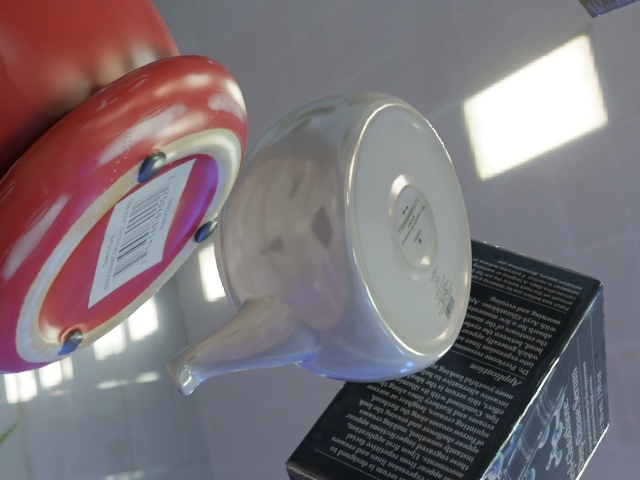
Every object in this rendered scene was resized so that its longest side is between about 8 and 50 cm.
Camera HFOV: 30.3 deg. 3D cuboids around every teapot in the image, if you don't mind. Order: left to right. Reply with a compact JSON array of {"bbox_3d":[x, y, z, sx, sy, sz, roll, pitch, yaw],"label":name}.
[{"bbox_3d":[0.000,0.000,0.986,0.187,0.256,0.253,-10,-102,32],"label":"teapot"}]

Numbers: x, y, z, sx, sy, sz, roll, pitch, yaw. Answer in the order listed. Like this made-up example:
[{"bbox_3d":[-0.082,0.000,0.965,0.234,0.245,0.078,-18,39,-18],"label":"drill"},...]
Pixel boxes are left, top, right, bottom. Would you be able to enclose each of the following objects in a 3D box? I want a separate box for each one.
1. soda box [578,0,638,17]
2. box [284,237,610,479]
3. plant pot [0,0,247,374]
[{"bbox_3d":[0.173,-0.239,0.825,0.058,0.181,0.061,-15,-130,37],"label":"soda box"},{"bbox_3d":[0.175,0.245,1.446,0.212,0.395,0.293,19,-36,31],"label":"box"},{"bbox_3d":[-0.143,-0.048,0.517,0.174,0.191,0.191,42,-38,14],"label":"plant pot"}]
